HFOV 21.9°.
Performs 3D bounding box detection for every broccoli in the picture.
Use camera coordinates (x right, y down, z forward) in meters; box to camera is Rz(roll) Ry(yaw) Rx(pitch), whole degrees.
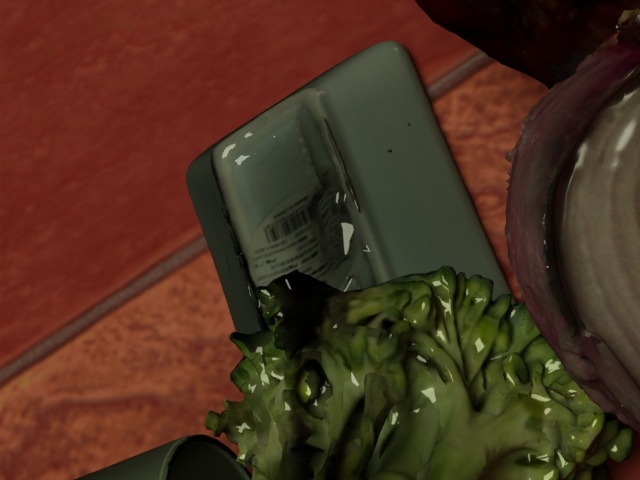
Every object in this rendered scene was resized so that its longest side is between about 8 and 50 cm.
[{"bbox_3d":[0.023,0.137,0.850,0.263,0.243,0.247,-36,91,14],"label":"broccoli"}]

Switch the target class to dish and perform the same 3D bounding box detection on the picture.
[{"bbox_3d":[0.000,0.000,1.018,0.182,0.080,0.243,-31,61,19],"label":"dish"}]

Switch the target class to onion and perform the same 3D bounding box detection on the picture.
[{"bbox_3d":[0.245,0.026,0.826,0.267,0.159,0.348,-29,96,-2],"label":"onion"}]

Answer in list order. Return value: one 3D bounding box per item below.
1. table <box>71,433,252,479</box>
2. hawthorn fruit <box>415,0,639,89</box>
[{"bbox_3d":[-0.147,0.210,1.006,0.220,0.126,0.126,-22,63,23],"label":"table"},{"bbox_3d":[0.171,-0.215,0.915,0.266,0.230,0.210,-49,27,-18],"label":"hawthorn fruit"}]
